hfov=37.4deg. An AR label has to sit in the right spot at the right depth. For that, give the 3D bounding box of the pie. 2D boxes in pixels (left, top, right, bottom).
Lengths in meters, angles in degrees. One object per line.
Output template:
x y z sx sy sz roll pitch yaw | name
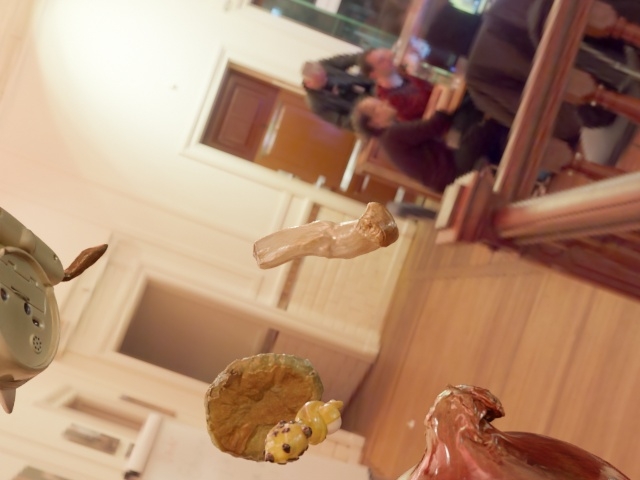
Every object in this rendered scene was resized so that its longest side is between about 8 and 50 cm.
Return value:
-0.139 0.395 2.243 0.071 0.306 0.306 -127 56 -68 | pie

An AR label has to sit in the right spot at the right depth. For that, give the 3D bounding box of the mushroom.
0.000 -0.002 1.229 0.059 0.202 0.054 -79 -28 -49 | mushroom

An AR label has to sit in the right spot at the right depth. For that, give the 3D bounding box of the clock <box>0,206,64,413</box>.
-0.544 0.124 1.620 0.265 0.109 0.324 58 -159 -59 | clock

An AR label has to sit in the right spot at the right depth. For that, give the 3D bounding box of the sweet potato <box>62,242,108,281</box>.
-0.495 0.051 1.929 0.153 0.041 0.038 -34 25 -30 | sweet potato

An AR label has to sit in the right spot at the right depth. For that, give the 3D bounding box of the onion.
0.206 0.350 0.997 0.353 0.354 0.353 -160 90 -85 | onion

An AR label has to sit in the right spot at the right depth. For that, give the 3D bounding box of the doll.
-0.036 0.389 1.935 0.117 0.086 0.291 -25 -3 21 | doll
